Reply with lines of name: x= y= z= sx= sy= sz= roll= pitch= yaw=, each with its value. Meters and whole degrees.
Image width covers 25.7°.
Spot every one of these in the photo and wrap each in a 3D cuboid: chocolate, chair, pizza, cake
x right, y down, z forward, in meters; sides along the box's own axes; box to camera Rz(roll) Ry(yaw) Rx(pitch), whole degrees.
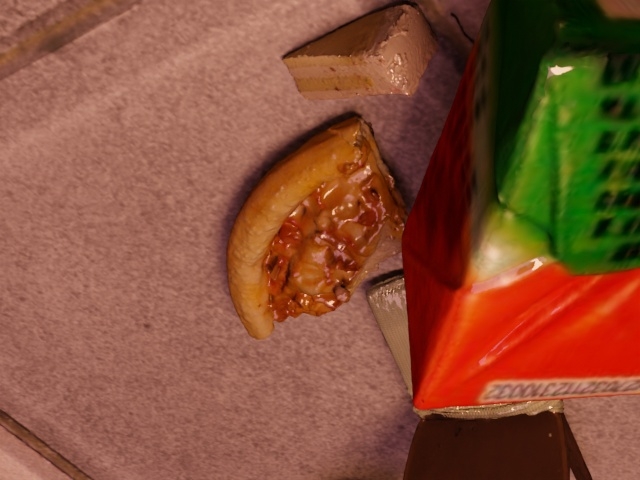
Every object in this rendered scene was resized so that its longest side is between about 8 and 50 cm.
chocolate: x=0.244 y=-0.044 z=0.944 sx=0.360 sy=0.161 sz=0.341 roll=-2 pitch=140 yaw=-17
chair: x=0.148 y=0.190 z=1.263 sx=0.160 sy=0.186 sz=0.319 roll=-4 pitch=138 yaw=21
pizza: x=-0.007 y=0.000 z=1.171 sx=0.134 sy=0.056 sz=0.271 roll=32 pitch=134 yaw=-12
cake: x=0.020 y=-0.128 z=1.032 sx=0.121 sy=0.065 sz=0.052 roll=-17 pitch=130 yaw=34
